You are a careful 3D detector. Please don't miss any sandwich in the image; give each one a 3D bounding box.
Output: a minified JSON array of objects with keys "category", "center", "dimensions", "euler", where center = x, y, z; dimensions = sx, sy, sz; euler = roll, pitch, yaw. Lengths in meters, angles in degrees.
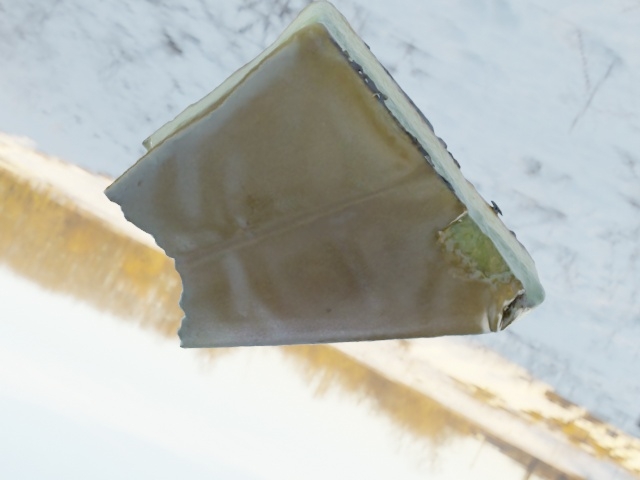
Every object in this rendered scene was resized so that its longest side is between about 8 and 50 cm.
[{"category":"sandwich","center":[0.000,0.000,0.677],"dimensions":[0.220,0.186,0.108],"euler":[49,-164,-14]}]
